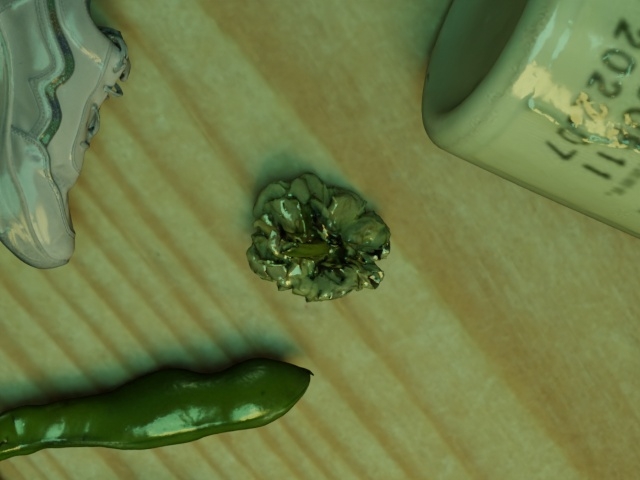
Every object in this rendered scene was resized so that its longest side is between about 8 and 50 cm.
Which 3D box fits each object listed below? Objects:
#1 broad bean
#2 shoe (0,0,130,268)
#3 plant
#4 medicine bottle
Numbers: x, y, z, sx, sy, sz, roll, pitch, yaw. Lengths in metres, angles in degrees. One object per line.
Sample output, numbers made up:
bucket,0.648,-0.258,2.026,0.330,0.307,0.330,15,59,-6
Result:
broad bean,-0.155,0.150,0.838,0.317,0.098,0.056,-15,116,-16
shoe,-0.200,-0.104,0.763,0.137,0.095,0.245,-13,101,-2
plant,0.000,0.000,0.811,0.116,0.122,0.105,4,94,-2
medicine bottle,0.282,-0.097,0.772,0.371,0.211,0.211,22,102,-13
